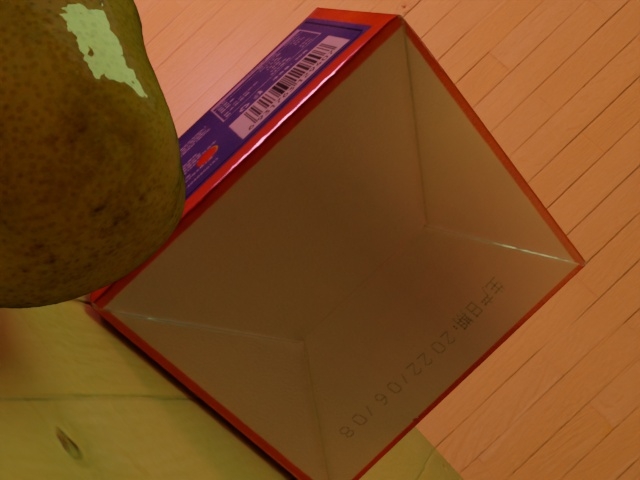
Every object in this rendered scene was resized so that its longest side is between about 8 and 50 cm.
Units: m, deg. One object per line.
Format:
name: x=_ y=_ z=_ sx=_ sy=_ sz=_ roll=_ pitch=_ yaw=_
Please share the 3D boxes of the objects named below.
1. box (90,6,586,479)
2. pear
box: x=0.000 y=0.000 z=0.773 sx=0.318 sy=0.349 sz=0.257 roll=45 pitch=0 yaw=-26
pear: x=-0.171 y=-0.055 z=0.401 sx=0.197 sy=0.197 sz=0.197 roll=47 pitch=0 yaw=0
